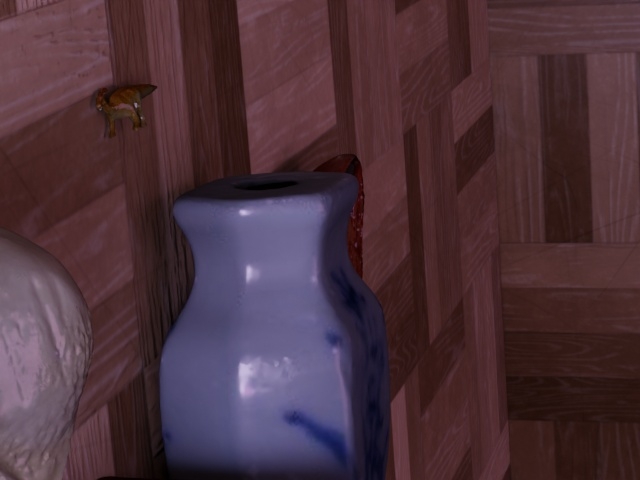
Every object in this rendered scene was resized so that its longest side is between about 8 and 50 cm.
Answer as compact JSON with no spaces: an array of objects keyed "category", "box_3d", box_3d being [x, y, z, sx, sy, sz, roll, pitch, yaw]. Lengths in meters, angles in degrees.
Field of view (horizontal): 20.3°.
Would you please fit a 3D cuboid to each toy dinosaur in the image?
[{"category":"toy dinosaur","box_3d":[-0.156,-0.110,1.489,0.113,0.026,0.041,-20,93,-64]}]

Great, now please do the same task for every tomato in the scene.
[{"category":"tomato","box_3d":[-0.001,-0.005,1.927,0.174,0.082,0.166,-52,143,-71]}]

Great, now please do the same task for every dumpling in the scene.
[{"category":"dumpling","box_3d":[-0.218,0.059,1.102,0.166,0.126,0.216,30,63,-69]}]

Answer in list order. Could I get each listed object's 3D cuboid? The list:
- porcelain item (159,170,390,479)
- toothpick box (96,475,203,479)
[{"category":"porcelain item","box_3d":[-0.038,0.147,1.630,0.242,0.178,0.405,-36,125,-72]},{"category":"toothpick box","box_3d":[-0.019,0.292,1.413,0.204,0.333,0.204,0,90,-73]}]
